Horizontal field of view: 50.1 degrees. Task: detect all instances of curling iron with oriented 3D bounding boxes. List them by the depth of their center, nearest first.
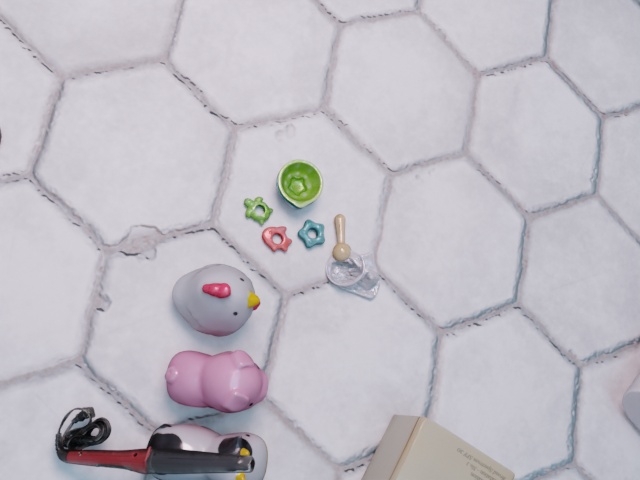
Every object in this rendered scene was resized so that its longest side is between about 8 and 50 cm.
[{"bbox_3d":[-0.202,0.242,0.798,0.273,0.035,0.068,2,78,24],"label":"curling iron"}]

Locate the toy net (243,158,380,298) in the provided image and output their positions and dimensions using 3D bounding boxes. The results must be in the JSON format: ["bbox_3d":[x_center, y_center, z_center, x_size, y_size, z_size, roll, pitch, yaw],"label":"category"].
[{"bbox_3d":[0.000,0.000,0.989,0.122,0.045,0.232,-41,92,-21],"label":"toy net"}]

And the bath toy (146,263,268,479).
[{"bbox_3d":[-0.133,0.196,0.863,0.151,0.129,0.349,8,75,-15],"label":"bath toy"}]

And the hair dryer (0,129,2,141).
[{"bbox_3d":[-0.548,-0.069,0.820,0.293,0.080,0.224,8,77,-15],"label":"hair dryer"}]

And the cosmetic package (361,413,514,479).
[{"bbox_3d":[0.110,0.405,0.901,0.160,0.113,0.310,32,70,-8],"label":"cosmetic package"}]

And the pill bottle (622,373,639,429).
[{"bbox_3d":[0.612,0.189,1.074,0.283,0.160,0.160,-40,92,-20],"label":"pill bottle"}]
